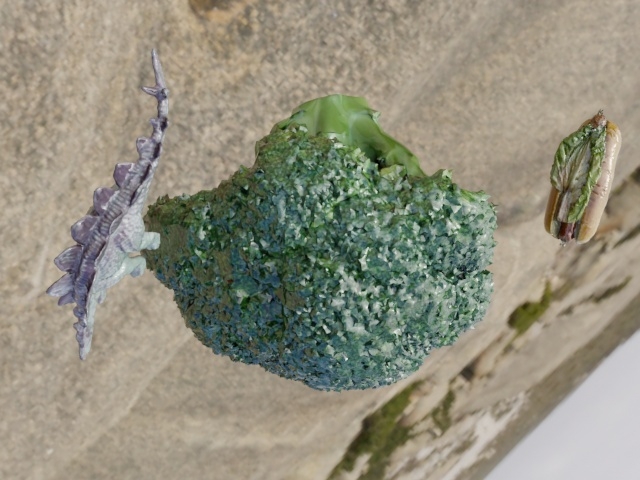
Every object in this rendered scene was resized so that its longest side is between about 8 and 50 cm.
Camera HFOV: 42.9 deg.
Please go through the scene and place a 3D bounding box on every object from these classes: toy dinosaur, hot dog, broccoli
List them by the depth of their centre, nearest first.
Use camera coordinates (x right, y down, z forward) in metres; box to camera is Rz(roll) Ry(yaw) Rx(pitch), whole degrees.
[{"bbox_3d":[-0.125,-0.015,0.505,0.082,0.039,0.209,-47,158,-75],"label":"toy dinosaur"},{"bbox_3d":[0.000,0.000,0.711,0.307,0.275,0.308,-3,155,-2],"label":"broccoli"},{"bbox_3d":[0.244,-0.058,0.763,0.041,0.056,0.133,10,96,-63],"label":"hot dog"}]
